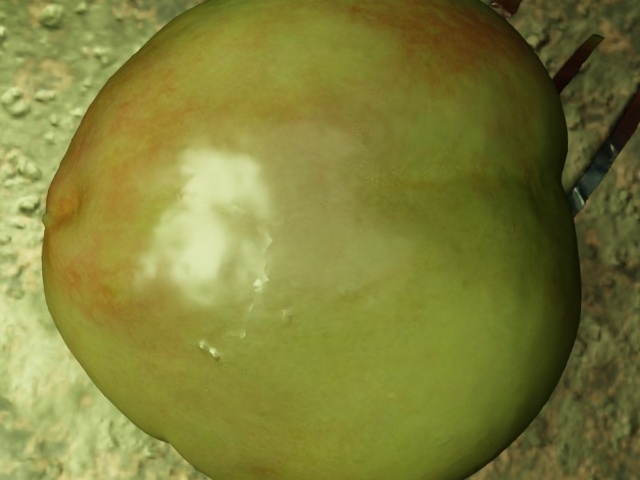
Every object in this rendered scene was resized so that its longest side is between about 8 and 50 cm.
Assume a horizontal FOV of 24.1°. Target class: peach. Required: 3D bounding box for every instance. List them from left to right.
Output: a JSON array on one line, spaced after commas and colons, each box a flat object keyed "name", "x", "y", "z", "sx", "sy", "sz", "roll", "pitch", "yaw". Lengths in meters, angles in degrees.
[{"name": "peach", "x": 0.000, "y": -0.001, "z": 0.797, "sx": 0.292, "sy": 0.247, "sz": 0.292, "roll": -7, "pitch": 104, "yaw": -30}]

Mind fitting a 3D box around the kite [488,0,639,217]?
[{"name": "kite", "x": 0.063, "y": 0.005, "z": 0.936, "sx": 0.204, "sy": 0.022, "sz": 0.360, "roll": 34, "pitch": 85, "yaw": -2}]
